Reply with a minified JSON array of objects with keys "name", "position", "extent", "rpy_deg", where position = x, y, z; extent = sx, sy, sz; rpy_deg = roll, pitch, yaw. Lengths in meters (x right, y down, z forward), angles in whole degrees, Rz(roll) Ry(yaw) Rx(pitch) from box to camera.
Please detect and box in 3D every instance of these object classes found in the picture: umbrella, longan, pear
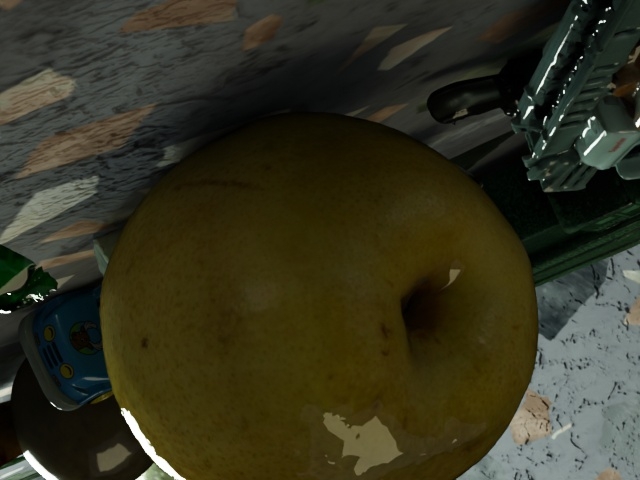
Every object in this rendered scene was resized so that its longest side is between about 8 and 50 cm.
[{"name":"umbrella","position":[0.188,-0.124,1.411],"extent":[0.248,0.071,0.071],"rpy_deg":[-18,170,-42]},{"name":"longan","position":[-0.221,0.163,1.715],"extent":[0.167,0.167,0.187],"rpy_deg":[-26,172,15]},{"name":"pear","position":[-0.002,0.058,1.233],"extent":[0.314,0.314,0.314],"rpy_deg":[-23,171,-4]}]

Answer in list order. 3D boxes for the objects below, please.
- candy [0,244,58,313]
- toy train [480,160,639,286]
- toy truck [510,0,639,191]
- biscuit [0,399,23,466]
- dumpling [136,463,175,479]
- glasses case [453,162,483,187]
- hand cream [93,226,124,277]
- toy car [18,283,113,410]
[{"name":"candy","position":[-0.284,0.035,1.084],"extent":[0.203,0.078,0.141],"rpy_deg":[-3,149,-37]},{"name":"toy train","position":[0.241,-0.038,1.906],"extent":[0.330,0.138,0.178],"rpy_deg":[-26,162,28]},{"name":"toy truck","position":[0.243,-0.142,1.236],"extent":[0.184,0.133,0.338],"rpy_deg":[-13,165,-16]},{"name":"biscuit","position":[-0.435,0.240,1.814],"extent":[0.359,0.046,0.359],"rpy_deg":[-21,-174,2]},{"name":"dumpling","position":[-0.200,0.251,2.160],"extent":[0.270,0.211,0.320],"rpy_deg":[-27,168,-47]},{"name":"glasses case","position":[0.001,0.000,1.521],"extent":[0.308,0.083,0.128],"rpy_deg":[-19,-168,-29]},{"name":"hand cream","position":[-0.058,-0.023,1.410],"extent":[0.255,0.048,0.079],"rpy_deg":[-19,-152,-17]},{"name":"toy car","position":[-0.169,0.079,1.581],"extent":[0.191,0.097,0.100],"rpy_deg":[-16,164,-46]}]
